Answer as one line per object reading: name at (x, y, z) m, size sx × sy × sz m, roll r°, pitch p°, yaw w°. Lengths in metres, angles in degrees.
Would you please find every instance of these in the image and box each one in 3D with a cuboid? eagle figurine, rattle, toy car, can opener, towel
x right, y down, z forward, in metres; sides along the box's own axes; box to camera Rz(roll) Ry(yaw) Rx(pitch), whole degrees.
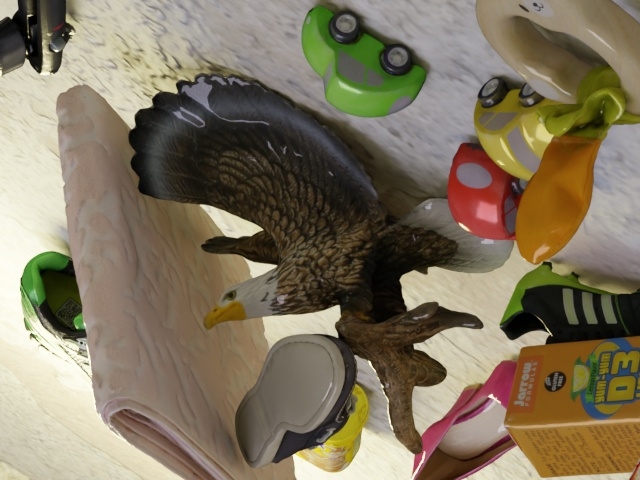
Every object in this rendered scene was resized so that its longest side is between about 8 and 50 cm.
eagle figurine at (-0.010, 0.002, 1.586) m, size 0.298 × 0.225 × 0.226 m, roll 56°, pitch 135°, yaw 42°
rattle at (0.111, -0.105, 1.131) m, size 0.130 × 0.143 × 0.200 m, roll 43°, pitch 177°, yaw 37°
toy car at (0.075, -0.084, 1.362) m, size 0.225 × 0.053 × 0.239 m, roll 32°, pitch 161°, yaw 4°
can opener at (-0.234, -0.190, 1.609) m, size 0.059 × 0.073 × 0.186 m, roll 40°, pitch 153°, yaw 5°
towel at (-0.122, 0.073, 1.649) m, size 0.317 × 0.053 × 0.332 m, roll 51°, pitch -161°, yaw -49°

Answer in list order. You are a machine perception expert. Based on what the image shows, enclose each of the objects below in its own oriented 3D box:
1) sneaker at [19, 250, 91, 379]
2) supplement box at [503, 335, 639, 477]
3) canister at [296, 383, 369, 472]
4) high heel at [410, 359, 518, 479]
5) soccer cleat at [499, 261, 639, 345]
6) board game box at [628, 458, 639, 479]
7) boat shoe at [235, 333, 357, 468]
sneaker at (-0.222, 0.133, 2.270) m, size 0.343 × 0.134 × 0.146 m, roll 29°, pitch 160°, yaw 16°
supplement box at (0.255, 0.118, 1.411) m, size 0.233 × 0.078 × 0.080 m, roll -10°, pitch 139°, yaw 32°
canister at (-0.009, 0.194, 2.167) m, size 0.126 × 0.073 × 0.170 m, roll 31°, pitch 163°, yaw 10°
high heel at (0.153, 0.180, 1.790) m, size 0.082 × 0.117 × 0.244 m, roll 38°, pitch 161°, yaw -13°
soccer cleat at (0.217, 0.068, 1.475) m, size 0.179 × 0.072 × 0.060 m, roll 15°, pitch 154°, yaw 44°
board game box at (0.310, 0.120, 1.293) m, size 0.146 × 0.193 × 0.045 m, roll 29°, pitch -158°, yaw 15°
boat shoe at (-0.007, 0.120, 1.510) m, size 0.206 × 0.065 × 0.075 m, roll -51°, pitch 54°, yaw 57°
